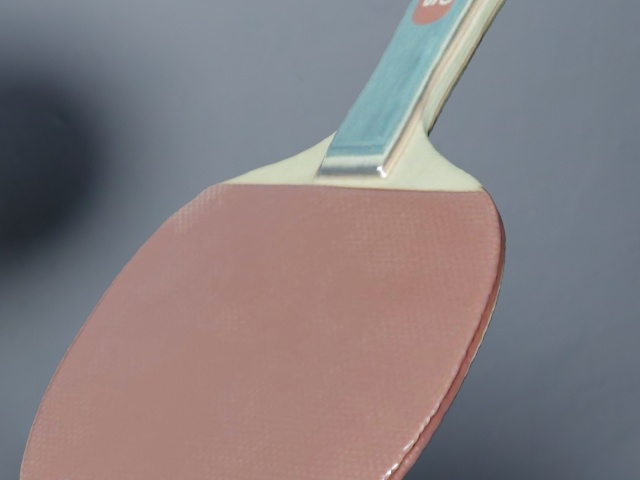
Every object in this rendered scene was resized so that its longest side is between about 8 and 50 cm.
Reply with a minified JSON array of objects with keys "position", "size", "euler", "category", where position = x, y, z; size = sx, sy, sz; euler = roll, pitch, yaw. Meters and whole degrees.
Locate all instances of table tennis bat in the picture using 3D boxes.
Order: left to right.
[{"position":[0.000,0.000,0.576],"size":[0.021,0.154,0.274],"euler":[56,51,-38],"category":"table tennis bat"}]
